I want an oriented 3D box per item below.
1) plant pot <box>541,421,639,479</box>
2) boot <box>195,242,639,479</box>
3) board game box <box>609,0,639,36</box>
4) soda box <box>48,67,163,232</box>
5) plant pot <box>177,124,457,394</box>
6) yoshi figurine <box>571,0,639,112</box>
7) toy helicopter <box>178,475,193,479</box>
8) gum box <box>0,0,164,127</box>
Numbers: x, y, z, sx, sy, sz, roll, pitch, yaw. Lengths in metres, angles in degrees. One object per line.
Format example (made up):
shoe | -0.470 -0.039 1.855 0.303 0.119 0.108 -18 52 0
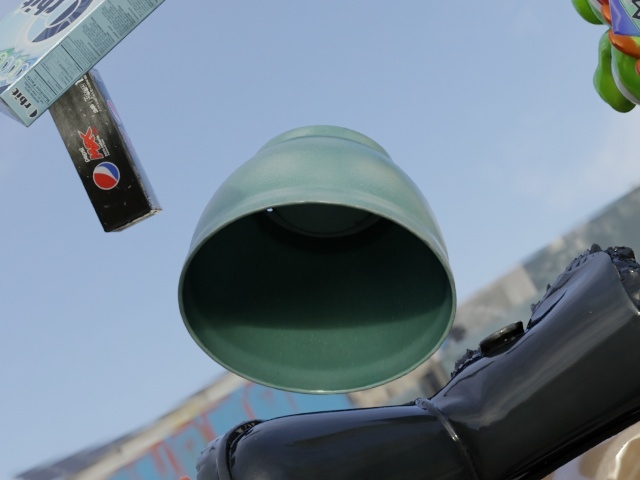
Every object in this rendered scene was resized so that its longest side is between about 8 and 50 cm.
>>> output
plant pot | 0.306 0.236 1.532 0.263 0.263 0.229 -27 -14 -4
boot | 0.073 0.080 0.833 0.207 0.094 0.246 -36 -16 17
board game box | 0.288 -0.319 1.396 0.046 0.317 0.213 -16 14 -21
soda box | -0.228 -0.094 1.813 0.060 0.169 0.053 -25 -4 9
plant pot | 0.000 0.000 1.892 0.293 0.196 0.293 2 -46 2
yoshi figurine | 0.356 -0.210 1.710 0.203 0.362 0.203 -10 -46 0
toy helicopter | -0.206 0.439 1.895 0.355 0.140 0.235 -53 -2 34
gum box | -0.220 -0.185 1.496 0.184 0.041 0.157 -44 29 -11
